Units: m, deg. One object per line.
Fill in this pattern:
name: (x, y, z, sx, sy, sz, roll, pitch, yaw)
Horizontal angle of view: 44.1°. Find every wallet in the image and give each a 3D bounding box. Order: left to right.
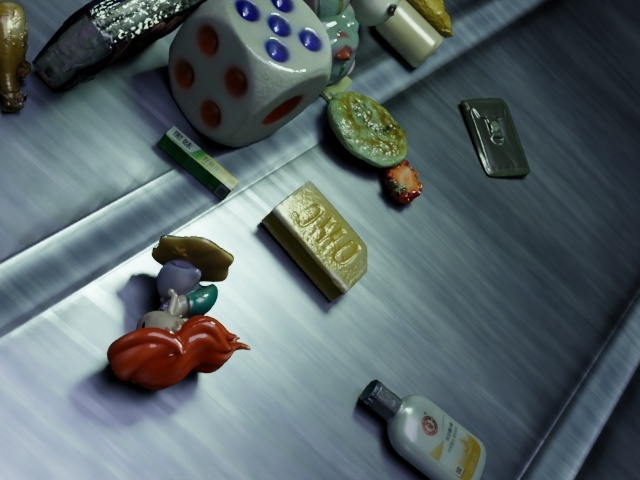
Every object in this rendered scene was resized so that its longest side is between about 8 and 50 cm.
wallet: (0.492, -0.289, 2.211, 0.169, 0.052, 0.245, -4, 68, -32)

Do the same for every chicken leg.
chicken leg: (-0.584, -0.340, 1.473, 0.085, 0.101, 0.207, -4, 87, -32)

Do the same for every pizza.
pizza: (0.272, -0.725, 2.240, 0.280, 0.075, 0.287, 40, 25, -26)

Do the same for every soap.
soap: (0.000, 0.000, 1.674, 0.232, 0.073, 0.140, 49, 52, -1)

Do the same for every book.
book: (0.026, -0.395, 1.969, 0.077, 0.014, 0.111, 44, 49, -6)

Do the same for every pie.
pie: (0.115, -0.271, 1.910, 0.241, 0.054, 0.240, 25, 41, -24)

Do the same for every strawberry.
strawberry: (0.199, -0.141, 1.918, 0.104, 0.048, 0.152, 36, 32, -3)

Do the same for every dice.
dice: (-0.150, -0.372, 1.670, 0.243, 0.259, 0.251, -27, 80, -43)

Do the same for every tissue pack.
tissue pack: (-0.386, -0.429, 1.553, 0.123, 0.245, 0.332, 57, 46, -15)

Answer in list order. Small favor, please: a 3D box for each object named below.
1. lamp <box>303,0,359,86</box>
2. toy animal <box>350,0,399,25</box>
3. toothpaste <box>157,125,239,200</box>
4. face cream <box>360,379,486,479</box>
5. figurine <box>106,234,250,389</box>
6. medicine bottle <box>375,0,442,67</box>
lamp: (-0.027, -0.510, 1.840, 0.247, 0.301, 0.247, 22, 34, 35)
toy animal: (0.074, -0.655, 1.995, 0.267, 0.212, 0.212, 1, 61, -10)
toothpaste: (-0.250, -0.158, 1.616, 0.178, 0.043, 0.037, 41, 48, -7)
face cream: (0.205, 0.385, 1.586, 0.291, 0.071, 0.144, 41, 48, -7)
figurine: (-0.236, 0.140, 1.365, 0.208, 0.181, 0.257, 45, 48, -45)
medicine bottle: (0.210, -0.594, 2.151, 0.252, 0.114, 0.114, 44, 48, -5)
